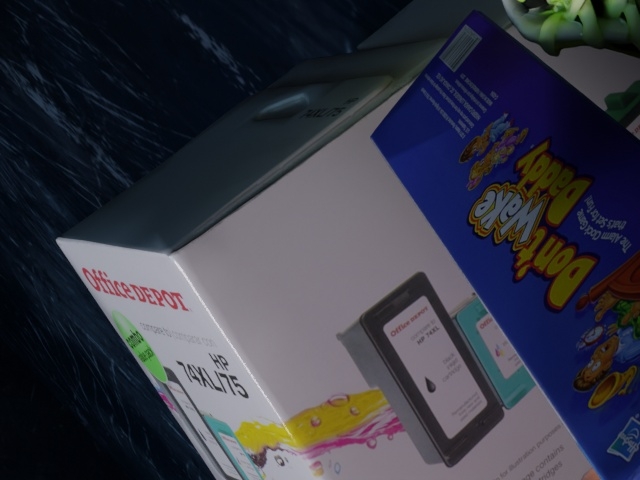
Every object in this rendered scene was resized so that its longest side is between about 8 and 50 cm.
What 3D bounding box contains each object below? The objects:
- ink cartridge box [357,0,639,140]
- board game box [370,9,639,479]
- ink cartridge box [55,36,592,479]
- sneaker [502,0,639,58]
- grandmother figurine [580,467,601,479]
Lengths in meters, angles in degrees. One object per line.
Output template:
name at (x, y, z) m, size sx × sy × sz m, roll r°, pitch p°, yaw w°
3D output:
ink cartridge box at (0.136, -0.047, 0.909) m, size 0.219 × 0.092 × 0.160 m, roll 58°, pitch 160°, yaw -18°
board game box at (0.160, 0.045, 0.605) m, size 0.233 × 0.078 × 0.347 m, roll 36°, pitch -170°, yaw -19°
ink cartridge box at (0.027, 0.054, 0.889) m, size 0.270 × 0.197 × 0.198 m, roll 58°, pitch 160°, yaw -16°
sneaker at (0.161, -0.111, 0.657) m, size 0.384 × 0.147 × 0.145 m, roll 34°, pitch 152°, yaw 37°
grandmother figurine at (0.216, 0.176, 0.823) m, size 0.207 × 0.104 × 0.342 m, roll -10°, pitch 162°, yaw 30°
